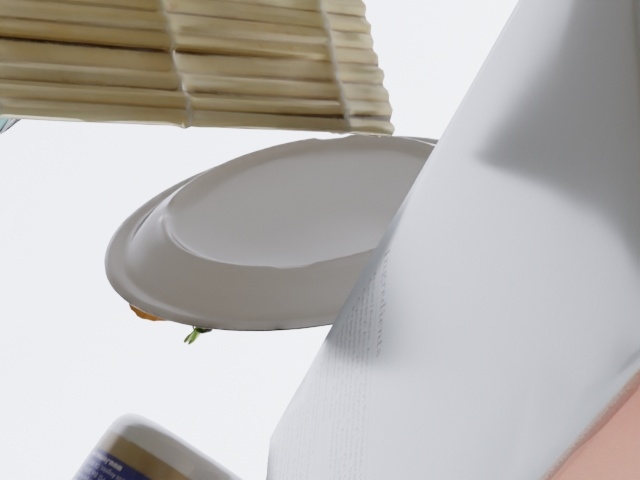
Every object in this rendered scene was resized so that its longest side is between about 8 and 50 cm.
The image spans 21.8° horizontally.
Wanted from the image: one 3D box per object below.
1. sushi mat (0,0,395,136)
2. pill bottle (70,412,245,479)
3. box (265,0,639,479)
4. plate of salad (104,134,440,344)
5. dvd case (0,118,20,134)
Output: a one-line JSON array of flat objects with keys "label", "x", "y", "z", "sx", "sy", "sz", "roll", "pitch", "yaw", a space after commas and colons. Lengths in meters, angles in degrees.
[{"label": "sushi mat", "x": -0.099, "y": -0.102, "z": 0.419, "sx": 0.019, "sy": 0.316, "sz": 0.151, "roll": -16, "pitch": -100, "yaw": 41}, {"label": "pill bottle", "x": -0.135, "y": 0.253, "z": 1.024, "sx": 0.153, "sy": 0.153, "sz": 0.265, "roll": 27, "pitch": -104, "yaw": 28}, {"label": "box", "x": 0.122, "y": 0.074, "z": 0.527, "sx": 0.215, "sy": 0.345, "sz": 0.168, "roll": 13, "pitch": -128, "yaw": -11}, {"label": "plate of salad", "x": 0.000, "y": 0.000, "z": 0.771, "sx": 0.200, "sy": 0.048, "sz": 0.200, "roll": -8, "pitch": -156, "yaw": 4}, {"label": "dvd case", "x": -0.091, "y": -0.092, "z": 0.526, "sx": 0.087, "sy": 0.013, "sz": 0.119, "roll": 50, "pitch": -136, "yaw": -2}]
